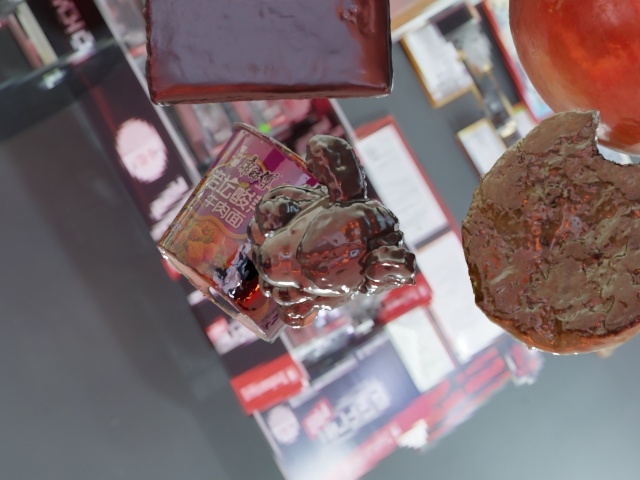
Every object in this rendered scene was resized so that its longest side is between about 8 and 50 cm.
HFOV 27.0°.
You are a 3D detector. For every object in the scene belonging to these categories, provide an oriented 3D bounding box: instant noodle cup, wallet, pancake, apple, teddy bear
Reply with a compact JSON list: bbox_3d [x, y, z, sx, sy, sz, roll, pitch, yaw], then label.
[{"bbox_3d":[-0.077,0.001,1.703,0.190,0.251,0.251,-50,-176,-9],"label":"instant noodle cup"},{"bbox_3d":[-0.058,-0.230,1.517,0.285,0.146,0.030,-3,-174,-4],"label":"wallet"},{"bbox_3d":[0.249,-0.008,1.267,0.253,0.254,0.037,-30,151,19],"label":"pancake"},{"bbox_3d":[0.435,-0.280,1.750,0.364,0.364,0.364,-30,180,0],"label":"apple"},{"bbox_3d":[-0.006,-0.010,1.347,0.144,0.171,0.251,-13,172,-14],"label":"teddy bear"}]

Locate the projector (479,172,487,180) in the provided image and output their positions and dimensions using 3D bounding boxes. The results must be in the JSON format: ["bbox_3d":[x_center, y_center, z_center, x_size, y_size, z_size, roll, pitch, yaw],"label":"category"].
[{"bbox_3d":[0.338,-0.019,2.117,0.088,0.193,0.269,-24,-149,2],"label":"projector"}]
